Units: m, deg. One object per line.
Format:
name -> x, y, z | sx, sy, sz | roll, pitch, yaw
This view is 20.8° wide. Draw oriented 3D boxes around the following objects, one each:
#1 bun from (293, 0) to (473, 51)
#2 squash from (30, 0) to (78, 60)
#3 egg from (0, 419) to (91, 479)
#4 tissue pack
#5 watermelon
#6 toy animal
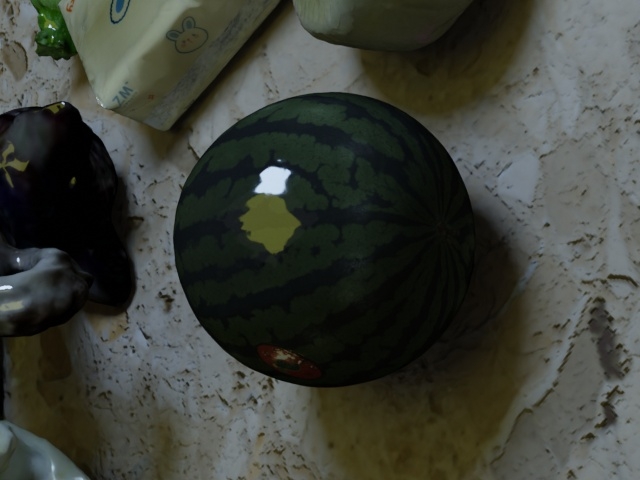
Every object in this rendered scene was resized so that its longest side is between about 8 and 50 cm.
bun -> 0.055, -0.236, 1.282 | 0.178, 0.128, 0.193 | -161, 72, -70
squash -> -0.215, -0.361, 1.613 | 0.107, 0.107, 0.395 | -2, 75, 44
egg -> -0.318, 0.309, 1.359 | 0.336, 0.278, 0.278 | -56, 46, 16
tissue pack -> -0.124, -0.214, 1.484 | 0.196, 0.092, 0.148 | -46, 49, 22
watermelon -> 0.000, 0.000, 1.211 | 0.212, 0.212, 0.212 | -17, 65, 40
toy animal -> -0.274, -0.015, 1.451 | 0.303, 0.344, 0.194 | 6, 119, 23
